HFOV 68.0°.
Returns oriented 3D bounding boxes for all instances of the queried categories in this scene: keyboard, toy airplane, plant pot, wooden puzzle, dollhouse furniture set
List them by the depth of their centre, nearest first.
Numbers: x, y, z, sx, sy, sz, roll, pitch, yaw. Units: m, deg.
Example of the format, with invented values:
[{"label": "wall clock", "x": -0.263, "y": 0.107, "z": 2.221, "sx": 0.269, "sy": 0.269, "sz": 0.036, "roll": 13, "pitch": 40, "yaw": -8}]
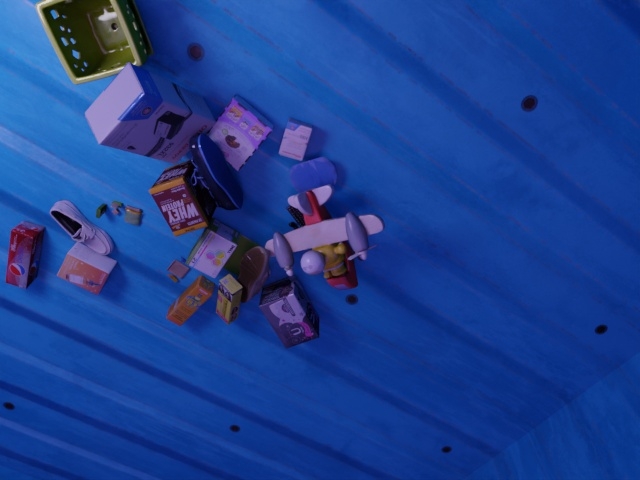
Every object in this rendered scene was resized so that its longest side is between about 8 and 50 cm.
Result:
[{"label": "plant pot", "x": -0.637, "y": -0.614, "z": 1.396, "sx": 0.227, "sy": 0.207, "sz": 0.227, "roll": -12, "pitch": 119, "yaw": 7}, {"label": "toy airplane", "x": 0.000, "y": 0.000, "z": 1.685, "sx": 0.384, "sy": 0.273, "sz": 0.386, "roll": 26, "pitch": 133, "yaw": 5}, {"label": "dollhouse furniture set", "x": -0.754, "y": -0.097, "z": 1.781, "sx": 0.151, "sy": 0.059, "sz": 0.076, "roll": 17, "pitch": 119, "yaw": -9}, {"label": "keyboard", "x": -0.063, "y": -0.066, "z": 1.818, "sx": 0.108, "sy": 0.023, "sz": 0.180, "roll": -29, "pitch": 115, "yaw": 16}, {"label": "wooden puzzle", "x": -0.579, "y": 0.116, "z": 1.931, "sx": 0.116, "sy": 0.014, "sz": 0.078, "roll": -38, "pitch": 117, "yaw": 20}]

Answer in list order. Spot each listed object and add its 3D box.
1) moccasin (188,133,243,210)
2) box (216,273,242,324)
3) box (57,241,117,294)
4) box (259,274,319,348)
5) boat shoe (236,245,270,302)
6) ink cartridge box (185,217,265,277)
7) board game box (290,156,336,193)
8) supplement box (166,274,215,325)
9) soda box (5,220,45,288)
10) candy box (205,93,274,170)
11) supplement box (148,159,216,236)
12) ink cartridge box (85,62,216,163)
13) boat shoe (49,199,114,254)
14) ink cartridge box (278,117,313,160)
[{"label": "moccasin", "x": -0.375, "y": -0.208, "z": 1.614, "sx": 0.116, "sy": 0.138, "sz": 0.342, "roll": -4, "pitch": 140, "yaw": 14}, {"label": "box", "x": -0.370, "y": 0.240, "z": 1.917, "sx": 0.087, "sy": 0.058, "sz": 0.232, "roll": 42, "pitch": 142, "yaw": 19}, {"label": "box", "x": -0.924, "y": 0.112, "z": 1.884, "sx": 0.170, "sy": 0.091, "sz": 0.130, "roll": 29, "pitch": 116, "yaw": -15}, {"label": "box", "x": -0.122, "y": 0.296, "z": 1.958, "sx": 0.163, "sy": 0.142, "sz": 0.247, "roll": -21, "pitch": 118, "yaw": 12}, {"label": "boat shoe", "x": -0.253, "y": 0.126, "z": 1.864, "sx": 0.109, "sy": 0.098, "sz": 0.302, "roll": 45, "pitch": 133, "yaw": 21}, {"label": "ink cartridge box", "x": -0.361, "y": 0.060, "z": 1.849, "sx": 0.255, "sy": 0.097, "sz": 0.189, "roll": 31, "pitch": 115, "yaw": -16}, {"label": "board game box", "x": -0.025, "y": -0.237, "z": 1.714, "sx": 0.168, "sy": 0.033, "sz": 0.133, "roll": -15, "pitch": 125, "yaw": 11}, {"label": "supplement box", "x": -0.540, "y": 0.251, "z": 1.971, "sx": 0.078, "sy": 0.080, "sz": 0.233, "roll": 37, "pitch": 112, "yaw": -22}, {"label": "soda box", "x": -1.154, "y": 0.057, "z": 1.852, "sx": 0.083, "sy": 0.092, "sz": 0.264, "roll": 21, "pitch": 118, "yaw": -10}, {"label": "candy box", "x": -0.283, "y": -0.365, "z": 1.618, "sx": 0.164, "sy": 0.070, "sz": 0.196, "roll": 37, "pitch": 113, "yaw": -19}, {"label": "supplement box", "x": -0.473, "y": -0.153, "z": 1.669, "sx": 0.128, "sy": 0.194, "sz": 0.192, "roll": -17, "pitch": 119, "yaw": 9}, {"label": "ink cartridge box", "x": -0.515, "y": -0.377, "z": 1.471, "sx": 0.223, "sy": 0.307, "sz": 0.129, "roll": -38, "pitch": 71, "yaw": 20}, {"label": "boat shoe", "x": -0.905, "y": -0.035, "z": 1.800, "sx": 0.096, "sy": 0.088, "sz": 0.268, "roll": -27, "pitch": 116, "yaw": 15}, {"label": "ink cartridge box", "x": -0.086, "y": -0.348, "z": 1.637, "sx": 0.088, "sy": 0.052, "sz": 0.123, "roll": 16, "pitch": 118, "yaw": -8}]
